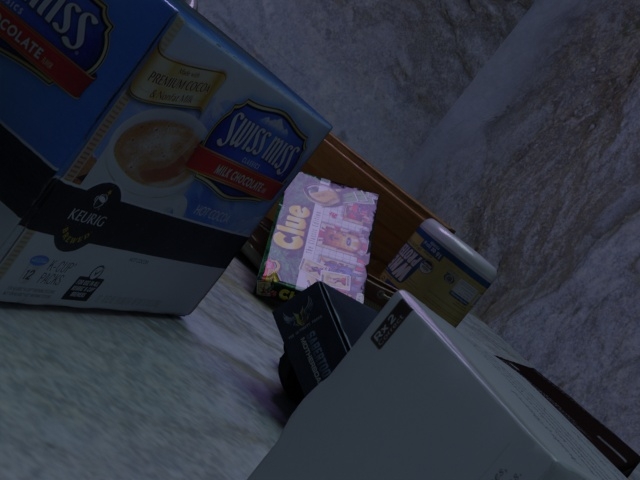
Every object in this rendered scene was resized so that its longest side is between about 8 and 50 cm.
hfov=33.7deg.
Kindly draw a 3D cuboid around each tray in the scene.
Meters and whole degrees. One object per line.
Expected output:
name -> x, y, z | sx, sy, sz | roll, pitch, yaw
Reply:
tray -> 0.005, -0.065, 1.806 | 0.411, 0.203, 0.076 | 40, 7, 14

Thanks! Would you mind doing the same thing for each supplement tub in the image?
supplement tub -> 0.162, 0.082, 1.647 | 0.144, 0.200, 0.144 | 38, 5, -4

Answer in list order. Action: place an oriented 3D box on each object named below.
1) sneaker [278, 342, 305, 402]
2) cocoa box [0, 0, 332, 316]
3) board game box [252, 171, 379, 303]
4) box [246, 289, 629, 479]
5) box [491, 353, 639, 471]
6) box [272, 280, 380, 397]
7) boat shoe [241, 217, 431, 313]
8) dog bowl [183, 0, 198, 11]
sneaker -> -0.014, 0.121, 1.040 | 0.089, 0.051, 0.170 | 42, 2, 34
cocoa box -> -0.181, -0.101, 0.830 | 0.231, 0.228, 0.347 | 40, 6, 17
board game box -> 0.000, 0.000, 1.383 | 0.136, 0.030, 0.260 | 14, 36, -2
box -> 0.057, 0.155, 0.550 | 0.119, 0.181, 0.182 | 34, 7, -28
box -> 0.246, 0.246, 1.227 | 0.191, 0.143, 0.381 | 40, 4, 21
box -> 0.066, 0.152, 0.956 | 0.232, 0.059, 0.183 | 32, 28, -53
boat shoe -> 0.014, 0.041, 1.467 | 0.324, 0.116, 0.123 | 38, 6, -7
dog bowl -> -0.306, -0.283, 1.262 | 0.348, 0.102, 0.349 | 13, 35, -9
